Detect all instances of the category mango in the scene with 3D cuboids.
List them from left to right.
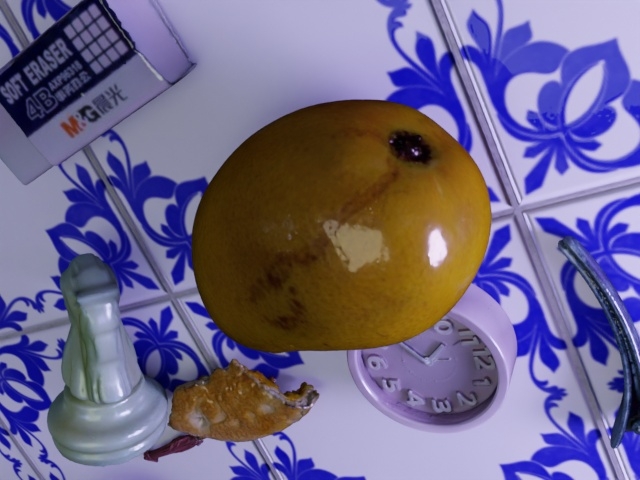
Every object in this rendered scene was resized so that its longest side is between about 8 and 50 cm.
[{"bbox_3d":[0.000,0.000,0.845,0.378,0.221,0.263,-31,98,41],"label":"mango"}]

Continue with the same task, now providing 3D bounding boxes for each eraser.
[{"bbox_3d":[-0.291,-0.180,0.938,0.287,0.086,0.130,-26,107,33],"label":"eraser"}]

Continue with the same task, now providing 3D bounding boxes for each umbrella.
[{"bbox_3d":[-0.226,0.323,1.251,0.165,0.027,0.025,-27,61,35],"label":"umbrella"}]

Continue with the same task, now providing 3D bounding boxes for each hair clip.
[{"bbox_3d":[0.330,0.111,0.886,0.083,0.048,0.275,-13,108,30],"label":"hair clip"}]

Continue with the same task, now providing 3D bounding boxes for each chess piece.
[{"bbox_3d":[-0.308,0.148,1.100,0.176,0.176,0.298,9,118,18],"label":"chess piece"}]

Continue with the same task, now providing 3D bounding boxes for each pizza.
[{"bbox_3d":[-0.123,0.233,1.134,0.271,0.056,0.134,-27,109,37],"label":"pizza"}]

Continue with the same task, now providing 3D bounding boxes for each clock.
[{"bbox_3d":[0.134,0.137,0.962,0.197,0.068,0.196,10,122,17],"label":"clock"}]
